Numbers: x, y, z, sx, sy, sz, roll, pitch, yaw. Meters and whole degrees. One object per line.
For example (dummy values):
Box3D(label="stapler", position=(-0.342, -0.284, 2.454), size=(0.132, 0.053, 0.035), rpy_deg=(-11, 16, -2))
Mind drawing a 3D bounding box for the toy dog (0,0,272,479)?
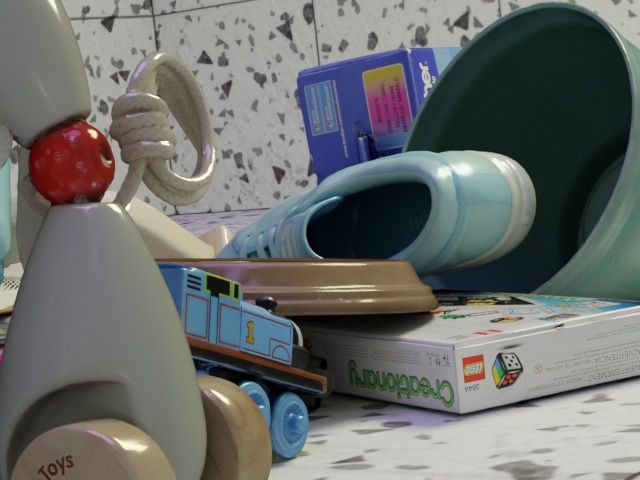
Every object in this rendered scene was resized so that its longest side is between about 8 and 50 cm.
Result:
Box3D(label="toy dog", position=(-0.154, 0.036, 0.912), size=(0.161, 0.333, 0.220), rpy_deg=(-22, -27, 21))

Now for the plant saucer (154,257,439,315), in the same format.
Box3D(label="plant saucer", position=(-0.048, 0.034, 1.320), size=(0.278, 0.041, 0.278), rpy_deg=(1, 1, 0))

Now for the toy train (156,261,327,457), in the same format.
Box3D(label="toy train", position=(-0.065, 0.078, 1.078), size=(0.080, 0.105, 0.184), rpy_deg=(-3, -14, 33))

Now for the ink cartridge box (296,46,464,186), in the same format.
Box3D(label="ink cartridge box", position=(0.124, -0.069, 1.854), size=(0.151, 0.270, 0.395), rpy_deg=(-10, 2, 36))

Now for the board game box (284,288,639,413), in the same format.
Box3D(label="board game box", position=(0.100, 0.080, 1.346), size=(0.193, 0.053, 0.305), rpy_deg=(-8, 5, -29))

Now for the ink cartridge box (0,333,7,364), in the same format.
Box3D(label="ink cartridge box", position=(-0.202, 0.113, 1.133), size=(0.193, 0.088, 0.235), rpy_deg=(-6, 3, 19))

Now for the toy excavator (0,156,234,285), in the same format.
Box3D(label="toy excavator", position=(-0.319, -0.017, 1.608), size=(0.445, 0.222, 0.433), rpy_deg=(-8, -35, 3))

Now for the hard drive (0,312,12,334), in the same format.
Box3D(label="hard drive", position=(-0.312, 0.087, 1.972), size=(0.203, 0.040, 0.307), rpy_deg=(-9, 6, -35))

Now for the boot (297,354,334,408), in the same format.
Box3D(label="boot", position=(-0.056, 0.102, 1.325), size=(0.137, 0.076, 0.198), rpy_deg=(8, 3, 2))

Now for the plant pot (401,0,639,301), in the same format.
Box3D(label="plant pot", position=(0.236, -0.044, 1.580), size=(0.196, 0.293, 0.293), rpy_deg=(22, -14, -35))

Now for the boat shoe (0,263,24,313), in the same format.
Box3D(label="boat shoe", position=(-0.325, 0.024, 1.891), size=(0.098, 0.096, 0.277), rpy_deg=(-4, 5, 35))

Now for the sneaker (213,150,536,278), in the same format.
Box3D(label="sneaker", position=(0.000, 0.000, 1.517), size=(0.366, 0.135, 0.150), rpy_deg=(-26, -20, 34))

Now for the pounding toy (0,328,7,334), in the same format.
Box3D(label="pounding toy", position=(-0.321, 0.090, 1.370), size=(0.237, 0.110, 0.183), rpy_deg=(38, -7, 34))
